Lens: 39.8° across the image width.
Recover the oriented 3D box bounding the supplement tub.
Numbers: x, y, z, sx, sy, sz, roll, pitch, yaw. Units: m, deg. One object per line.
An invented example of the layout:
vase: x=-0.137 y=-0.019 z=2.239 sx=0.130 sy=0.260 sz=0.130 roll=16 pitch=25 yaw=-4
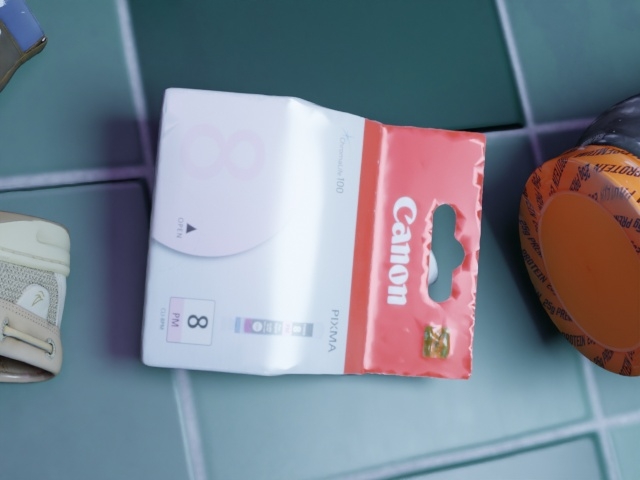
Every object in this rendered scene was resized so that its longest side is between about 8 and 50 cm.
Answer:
supplement tub: x=0.334 y=-0.036 z=0.663 sx=0.338 sy=0.207 sz=0.207 roll=-20 pitch=81 yaw=-18

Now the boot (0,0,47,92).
boot: x=-0.291 y=-0.189 z=0.609 sx=0.106 sy=0.082 sz=0.219 roll=-44 pitch=110 yaw=-30

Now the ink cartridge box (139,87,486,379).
ink cartridge box: x=0.000 y=0.000 z=0.614 sx=0.232 sy=0.066 sz=0.189 roll=4 pitch=87 yaw=1

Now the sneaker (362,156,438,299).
sneaker: x=0.026 y=-0.020 z=0.664 sx=0.061 sy=0.054 sz=0.152 roll=-31 pitch=85 yaw=-17

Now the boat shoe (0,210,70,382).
boat shoe: x=-0.238 y=0.035 z=0.450 sx=0.121 sy=0.341 sz=0.110 roll=-10 pitch=82 yaw=20
